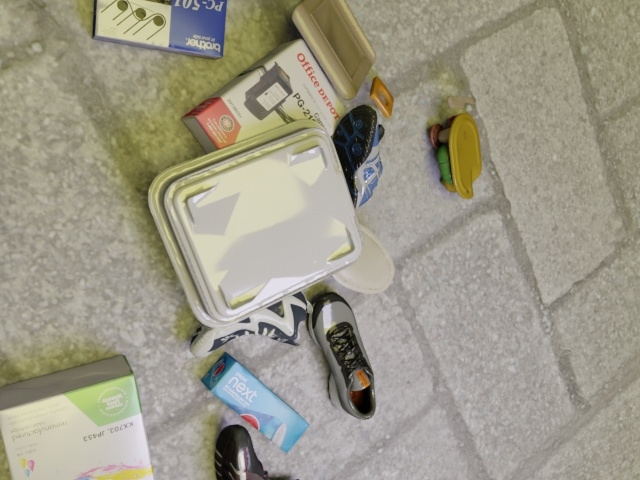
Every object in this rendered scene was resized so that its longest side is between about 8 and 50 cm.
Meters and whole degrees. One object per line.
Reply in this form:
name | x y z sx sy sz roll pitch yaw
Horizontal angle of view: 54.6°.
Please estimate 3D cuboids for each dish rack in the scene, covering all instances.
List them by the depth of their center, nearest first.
dish rack | -0.084 -0.027 1.026 0.333 0.072 0.285 -25 107 -20

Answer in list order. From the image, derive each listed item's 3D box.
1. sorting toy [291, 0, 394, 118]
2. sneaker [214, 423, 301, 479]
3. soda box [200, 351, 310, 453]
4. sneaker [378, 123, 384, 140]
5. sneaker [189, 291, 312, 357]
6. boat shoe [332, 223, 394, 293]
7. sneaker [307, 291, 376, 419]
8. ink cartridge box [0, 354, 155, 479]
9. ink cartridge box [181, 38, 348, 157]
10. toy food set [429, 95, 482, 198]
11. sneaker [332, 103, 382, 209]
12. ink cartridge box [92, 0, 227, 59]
sorting toy | 0.022 -0.360 1.126 0.347 0.047 0.196 54 36 -21
sneaker | -0.107 0.457 1.180 0.162 0.106 0.281 -10 112 -30
soda box | -0.120 0.305 1.162 0.071 0.067 0.210 -49 114 -13
sneaker | 0.084 -0.140 1.216 0.170 0.051 0.089 -48 115 -8
sneaker | -0.111 0.162 1.131 0.235 0.094 0.153 -45 105 -26
boat shoe | 0.000 0.000 1.164 0.324 0.097 0.116 29 83 -27
sneaker | 0.055 0.227 1.217 0.100 0.108 0.271 -22 105 -21
ink cartridge box | -0.381 0.392 1.013 0.207 0.119 0.353 -13 102 -25
ink cartridge box | -0.091 -0.214 1.088 0.237 0.100 0.172 -41 113 -16
toy food set | 0.277 -0.194 1.301 0.128 0.071 0.218 -24 110 -47
sneaker | 0.071 -0.151 1.121 0.081 0.080 0.211 -28 141 -40
ink cartridge box | -0.261 -0.363 1.015 0.207 0.046 0.097 2 97 -27
